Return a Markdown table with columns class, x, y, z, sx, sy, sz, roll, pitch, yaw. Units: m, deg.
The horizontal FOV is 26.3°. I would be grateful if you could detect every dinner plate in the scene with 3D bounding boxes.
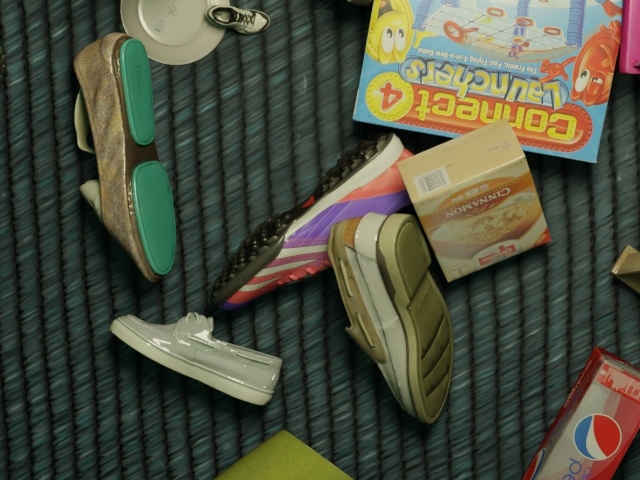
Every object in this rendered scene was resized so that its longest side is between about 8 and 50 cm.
| class | x | y | z | sx | sy | sz | roll | pitch | yaw |
| --- | --- | --- | --- | --- | --- | --- | --- | --- | --- |
| dinner plate | -0.186 | -0.295 | 1.742 | 0.141 | 0.017 | 0.141 | 1 | 97 | 5 |

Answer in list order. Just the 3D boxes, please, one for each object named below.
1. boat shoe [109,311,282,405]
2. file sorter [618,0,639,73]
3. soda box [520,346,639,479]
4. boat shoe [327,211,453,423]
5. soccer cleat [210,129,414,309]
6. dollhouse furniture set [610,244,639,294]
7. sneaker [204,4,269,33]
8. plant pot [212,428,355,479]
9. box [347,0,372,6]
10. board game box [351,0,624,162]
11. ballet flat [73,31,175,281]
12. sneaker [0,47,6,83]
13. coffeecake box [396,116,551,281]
| class | x | y | z | sx | sy | sz | roll | pitch | yaw |
| --- | --- | --- | --- | --- | --- | --- | --- | --- | --- |
| boat shoe | -0.156 | 0.135 | 1.766 | 0.227 | 0.079 | 0.081 | 24 | 89 | -4 |
| file sorter | 0.520 | -0.289 | 1.570 | 0.290 | 0.182 | 0.202 | 0 | 97 | -15 |
| soda box | 0.327 | 0.272 | 1.734 | 0.083 | 0.092 | 0.263 | 28 | 98 | 1 |
| boat shoe | 0.090 | 0.094 | 1.703 | 0.103 | 0.113 | 0.302 | 5 | 124 | 29 |
| soccer cleat | 0.000 | 0.000 | 1.724 | 0.318 | 0.108 | 0.116 | -40 | 107 | 9 |
| dollhouse furniture set | 0.489 | -0.034 | 1.681 | 0.212 | 0.161 | 0.242 | 36 | 77 | -7 |
| sneaker | -0.103 | -0.277 | 1.721 | 0.083 | 0.037 | 0.032 | 4 | 97 | -14 |
| plant pot | -0.080 | 0.393 | 1.712 | 0.274 | 0.275 | 0.293 | 35 | 82 | -1 |
| box | 0.023 | -0.421 | 1.633 | 0.231 | 0.056 | 0.183 | 46 | 113 | 20 |
| board game box | 0.214 | -0.270 | 1.682 | 0.308 | 0.086 | 0.302 | 10 | 97 | 3 |
| ballet flat | -0.255 | -0.102 | 1.739 | 0.106 | 0.107 | 0.316 | -6 | 91 | 25 |
| sneaker | -0.511 | -0.147 | 1.752 | 0.122 | 0.110 | 0.283 | 31 | 96 | 18 |
| coffeecake box | 0.189 | -0.046 | 1.662 | 0.142 | 0.185 | 0.068 | -23 | 53 | 5 |
